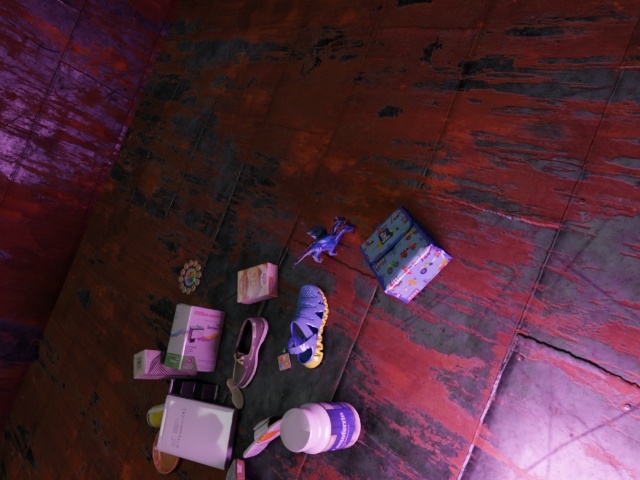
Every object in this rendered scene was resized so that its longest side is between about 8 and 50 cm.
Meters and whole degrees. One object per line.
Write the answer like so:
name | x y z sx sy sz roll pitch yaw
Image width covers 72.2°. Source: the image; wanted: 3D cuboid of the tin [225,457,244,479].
tin | -0.328 0.915 1.674 0.106 0.040 0.190 -60 14 2

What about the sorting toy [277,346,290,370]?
sorting toy | -0.150 0.474 1.762 0.062 0.012 0.083 -29 60 29

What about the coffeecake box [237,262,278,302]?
coffeecake box | -0.275 0.190 1.921 0.185 0.068 0.142 -18 64 33

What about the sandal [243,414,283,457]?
sandal | -0.221 0.732 1.674 0.265 0.102 0.076 -47 55 19

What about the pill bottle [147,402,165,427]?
pill bottle | -0.705 0.803 2.030 0.184 0.103 0.103 -21 63 27

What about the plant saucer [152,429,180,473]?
plant saucer | -0.700 0.961 2.021 0.200 0.037 0.200 -14 66 35

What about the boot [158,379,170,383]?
boot | -0.738 0.633 2.128 0.042 0.087 0.118 -10 69 38

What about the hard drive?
hard drive | -0.526 0.807 1.868 0.353 0.047 0.233 2 76 24

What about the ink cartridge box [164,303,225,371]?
ink cartridge box | -0.560 0.438 1.976 0.117 0.201 0.278 -2 74 37

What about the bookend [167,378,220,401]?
bookend | -0.556 0.658 1.930 0.157 0.156 0.072 -1 74 37

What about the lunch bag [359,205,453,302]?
lunch bag | 0.272 0.029 1.523 0.221 0.138 0.293 -49 39 16

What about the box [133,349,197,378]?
box | -0.701 0.569 1.995 0.094 0.275 0.113 -29 60 28

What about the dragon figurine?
dragon figurine | 0.000 0.000 1.680 0.085 0.289 0.144 43 141 41

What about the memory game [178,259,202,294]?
memory game | -0.679 0.188 2.280 0.186 0.012 0.186 -13 68 35

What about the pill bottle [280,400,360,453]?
pill bottle | 0.000 0.608 1.431 0.153 0.265 0.153 -13 68 35

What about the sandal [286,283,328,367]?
sandal | -0.056 0.315 1.661 0.126 0.138 0.317 -15 65 37

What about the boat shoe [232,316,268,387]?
boat shoe | -0.315 0.467 1.843 0.109 0.091 0.305 14 84 41

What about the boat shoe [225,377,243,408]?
boat shoe | -0.362 0.650 1.855 0.133 0.049 0.042 58 146 26
